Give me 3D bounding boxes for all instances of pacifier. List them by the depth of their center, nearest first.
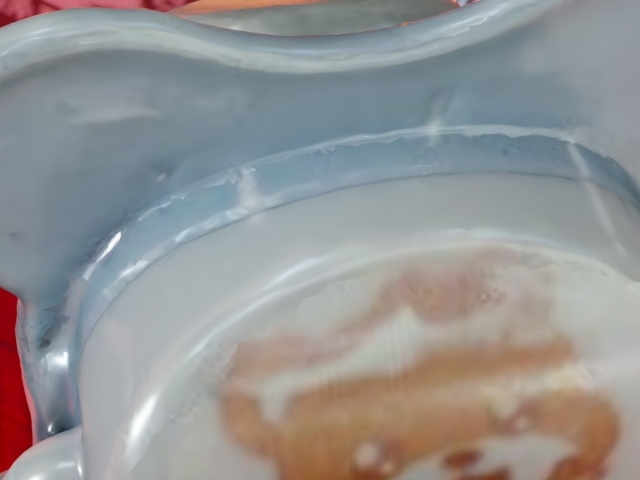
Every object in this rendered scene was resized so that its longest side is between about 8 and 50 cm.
[{"bbox_3d":[0.000,0.000,0.456,0.227,0.279,0.207,92,166,-47],"label":"pacifier"}]
